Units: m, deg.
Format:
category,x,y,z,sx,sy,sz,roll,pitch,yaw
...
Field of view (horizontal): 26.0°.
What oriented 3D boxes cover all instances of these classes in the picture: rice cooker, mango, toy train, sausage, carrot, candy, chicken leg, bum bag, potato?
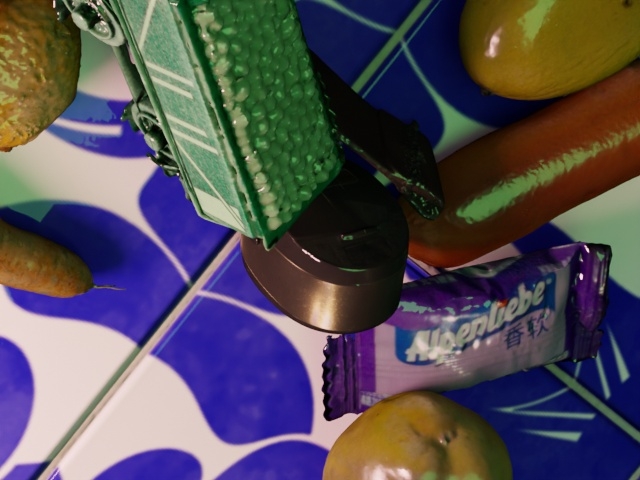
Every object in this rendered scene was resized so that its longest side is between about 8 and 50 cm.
category,x,y,z,sx,sy,sz,roll,pitch,yaw
rice cooker,0.000,0.000,1.075,0.112,0.165,0.106,-14,124,-26
mango,0.220,-0.195,1.129,0.238,0.091,0.137,-20,120,-13
toy train,-0.083,-0.129,0.954,0.115,0.154,0.269,-49,140,-30
sausage,0.200,-0.069,1.169,0.300,0.083,0.089,-29,129,-8
carrot,-0.272,-0.010,1.022,0.298,0.078,0.078,28,97,-31
candy,0.129,0.078,1.192,0.275,0.070,0.145,-11,130,-16
chicken leg,-0.197,-0.166,0.986,0.107,0.087,0.251,36,87,-38
bum bag,0.037,-0.091,1.087,0.159,0.109,0.026,38,115,-27
potato,0.082,0.213,1.177,0.155,0.137,0.200,-18,149,-17
